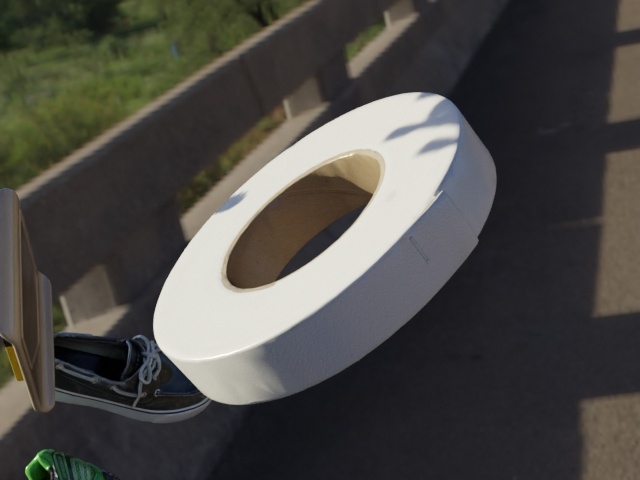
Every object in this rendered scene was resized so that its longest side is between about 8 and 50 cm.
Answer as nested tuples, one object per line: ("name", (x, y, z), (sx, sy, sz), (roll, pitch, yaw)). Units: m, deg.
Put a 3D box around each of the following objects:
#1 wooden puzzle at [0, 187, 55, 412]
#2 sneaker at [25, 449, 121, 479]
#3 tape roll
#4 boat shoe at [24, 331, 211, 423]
("wooden puzzle", (-0.393, 0.083, 1.569), (0.044, 0.238, 0.221), (-8, 59, -4))
("sneaker", (-0.400, 0.443, 1.637), (0.134, 0.146, 0.343), (-40, 25, 41))
("tape roll", (0.000, 0.000, 1.223), (0.392, 0.072, 0.392), (-32, 25, 17))
("boat shoe", (-0.287, 0.194, 1.818), (0.306, 0.105, 0.113), (17, 47, -26))
